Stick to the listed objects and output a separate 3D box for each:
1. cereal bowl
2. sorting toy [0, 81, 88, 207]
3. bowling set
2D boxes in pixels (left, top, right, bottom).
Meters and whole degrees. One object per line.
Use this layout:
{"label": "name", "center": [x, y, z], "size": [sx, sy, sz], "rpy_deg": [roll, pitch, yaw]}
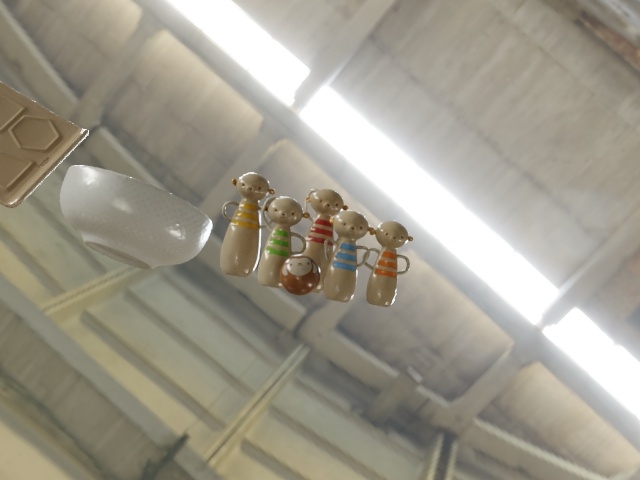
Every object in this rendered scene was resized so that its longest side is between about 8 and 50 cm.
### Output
{"label": "cereal bowl", "center": [-0.415, -0.031, 2.081], "size": [0.338, 0.141, 0.339], "rpy_deg": [19, 167, 5]}
{"label": "sorting toy", "center": [-0.490, -0.150, 1.455], "size": [0.208, 0.038, 0.193], "rpy_deg": [27, -130, 6]}
{"label": "bowling set", "center": [0.000, 0.000, 1.329], "size": [0.286, 0.154, 0.200], "rpy_deg": [11, 180, -5]}
